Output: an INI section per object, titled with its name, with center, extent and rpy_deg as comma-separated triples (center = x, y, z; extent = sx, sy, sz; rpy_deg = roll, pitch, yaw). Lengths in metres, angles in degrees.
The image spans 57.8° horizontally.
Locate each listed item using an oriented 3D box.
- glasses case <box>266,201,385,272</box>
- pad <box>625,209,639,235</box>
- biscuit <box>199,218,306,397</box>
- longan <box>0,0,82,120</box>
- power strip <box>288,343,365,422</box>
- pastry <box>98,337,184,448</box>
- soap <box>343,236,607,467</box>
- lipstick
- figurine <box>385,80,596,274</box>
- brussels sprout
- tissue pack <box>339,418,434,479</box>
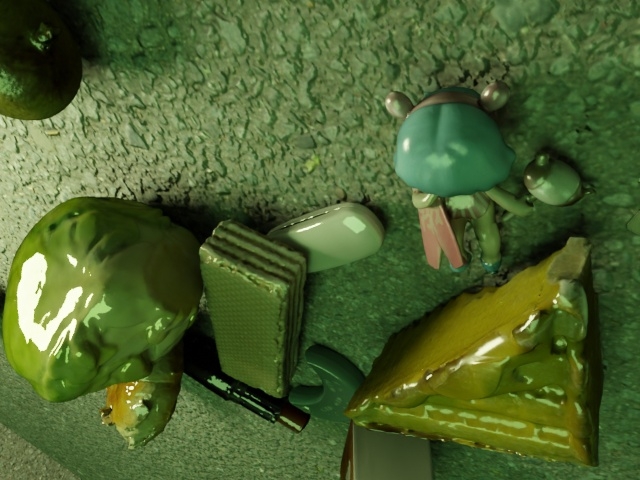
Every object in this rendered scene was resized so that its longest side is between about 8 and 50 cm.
[glasses case]
center = 0.000, 0.000, 0.772
extent = 0.197, 0.049, 0.076
rpy_deg = -18, 122, 44
[pad]
center = 0.445, 0.000, 0.524
extent = 0.265, 0.009, 0.160
rpy_deg = 27, 141, 6
[biscuit]
center = -0.099, 0.133, 0.913
extent = 0.144, 0.079, 0.426
rpy_deg = 25, 148, 10
[longan]
center = -0.359, -0.224, 0.694
extent = 0.176, 0.145, 0.154
rpy_deg = 2, 158, 37
[power strip]
center = 0.015, 0.276, 1.054
extent = 0.137, 0.044, 0.216
rpy_deg = 24, 139, 8
[pastry]
center = -0.331, 0.232, 1.069
extent = 0.120, 0.257, 0.236
rpy_deg = 10, 109, -27
[soap]
center = 0.157, 0.126, 0.714
extent = 0.338, 0.169, 0.304
rpy_deg = 0, 131, 30
[lipstick]
center = -0.156, 0.286, 1.142
extent = 0.299, 0.081, 0.081
rpy_deg = 31, 140, 3
[figurine]
center = 0.163, -0.042, 0.588
extent = 0.205, 0.103, 0.260
rpy_deg = 9, 145, 28
[brussels sprout]
center = -0.316, 0.084, 0.873
extent = 0.344, 0.344, 0.268
rpy_deg = -7, 159, 37
[tissue pack]
center = 0.112, 0.439, 1.046
extent = 0.135, 0.160, 0.246
rpy_deg = 4, 137, -2
